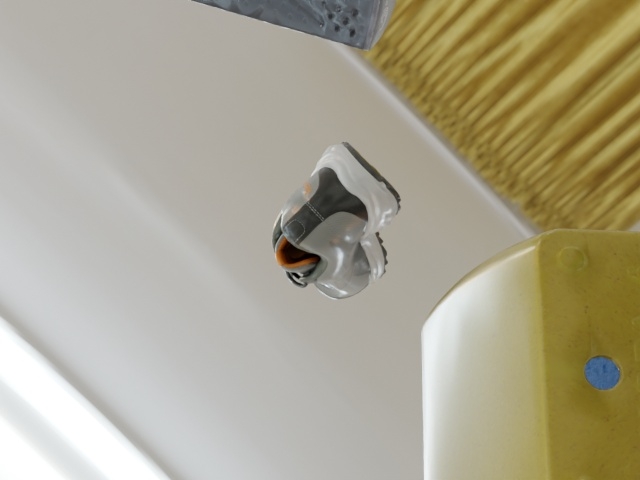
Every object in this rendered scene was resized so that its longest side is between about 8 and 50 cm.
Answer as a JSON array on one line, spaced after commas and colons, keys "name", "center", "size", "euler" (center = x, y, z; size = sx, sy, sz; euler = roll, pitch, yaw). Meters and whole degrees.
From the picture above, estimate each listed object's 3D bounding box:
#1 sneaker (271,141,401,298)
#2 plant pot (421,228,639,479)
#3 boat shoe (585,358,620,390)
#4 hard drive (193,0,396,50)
[{"name": "sneaker", "center": [0.000, 0.000, 1.231], "size": [0.108, 0.271, 0.100], "euler": [-40, -104, -13]}, {"name": "plant pot", "center": [0.167, 0.100, 0.665], "size": [0.212, 0.187, 0.212], "euler": [2, -116, -1]}, {"name": "boat shoe", "center": [0.294, 0.162, 1.096], "size": [0.258, 0.109, 0.089], "euler": [62, -155, 2]}, {"name": "hard drive", "center": [-0.010, -0.254, 0.778], "size": [0.172, 0.255, 0.054], "euler": [21, -151, 32]}]
